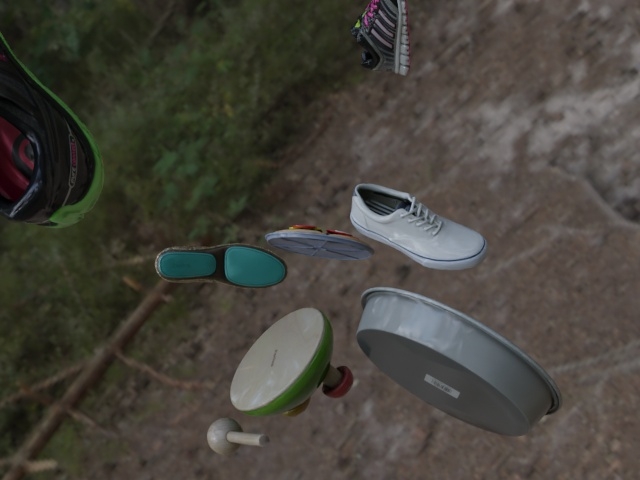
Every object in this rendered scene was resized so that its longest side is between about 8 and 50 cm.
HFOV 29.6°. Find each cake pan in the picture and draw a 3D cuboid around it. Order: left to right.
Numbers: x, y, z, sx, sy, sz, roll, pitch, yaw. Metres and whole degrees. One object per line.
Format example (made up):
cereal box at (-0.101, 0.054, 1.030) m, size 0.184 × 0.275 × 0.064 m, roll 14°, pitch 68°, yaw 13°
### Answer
cake pan at (0.168, 0.164, 1.560) m, size 0.293 × 0.293 × 0.054 m, roll 3°, pitch 57°, yaw 56°

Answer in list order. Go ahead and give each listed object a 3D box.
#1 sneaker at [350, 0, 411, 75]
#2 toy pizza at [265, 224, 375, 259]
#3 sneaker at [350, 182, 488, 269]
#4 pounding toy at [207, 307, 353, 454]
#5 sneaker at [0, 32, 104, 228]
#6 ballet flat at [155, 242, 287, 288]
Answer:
sneaker at (0.073, -0.279, 1.523) m, size 0.074 × 0.170 × 0.063 m, roll -4°, pitch 43°, yaw 5°
toy pizza at (0.000, 0.000, 2.193) m, size 0.201 × 0.201 × 0.032 m, roll -6°, pitch 73°, yaw 52°
sneaker at (0.159, -0.025, 2.046) m, size 0.258 × 0.091 × 0.094 m, roll 18°, pitch 58°, yaw 24°
pounding toy at (-0.040, 0.220, 1.728) m, size 0.183 × 0.110 × 0.237 m, roll -11°, pitch 42°, yaw 54°
sneaker at (-0.472, -0.200, 1.485) m, size 0.185 × 0.483 × 0.202 m, roll -51°, pitch -1°, yaw 13°
ballet flat at (-0.155, 0.036, 1.899) m, size 0.067 × 0.206 × 0.073 m, roll -139°, pitch 55°, yaw -84°
